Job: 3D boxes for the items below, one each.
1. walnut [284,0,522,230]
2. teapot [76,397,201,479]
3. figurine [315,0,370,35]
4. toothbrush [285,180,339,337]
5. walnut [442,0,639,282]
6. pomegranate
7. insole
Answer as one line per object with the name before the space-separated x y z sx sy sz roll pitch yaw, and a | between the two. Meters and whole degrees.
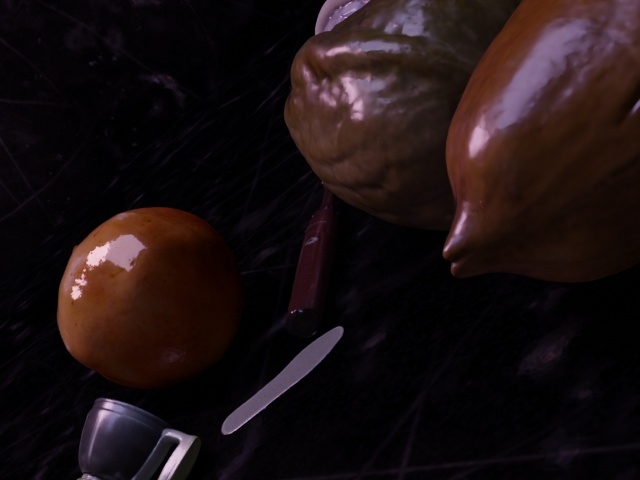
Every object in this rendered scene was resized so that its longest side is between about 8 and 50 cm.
walnut | 0.099 -0.124 0.979 0.283 0.283 0.227 3 77 65
teapot | -0.183 0.205 0.987 0.124 0.092 0.091 -22 41 59
figurine | 0.078 -0.188 1.173 0.162 0.237 0.141 -18 21 44
toothbrush | 0.001 0.001 1.180 0.041 0.041 0.364 -33 19 21
walnut | 0.205 -0.092 0.735 0.336 0.209 0.209 -44 18 -11
pomegranate | -0.183 0.061 1.135 0.209 0.209 0.209 -36 18 14
insole | -0.036 0.133 0.994 0.153 0.002 0.053 -40 18 2
